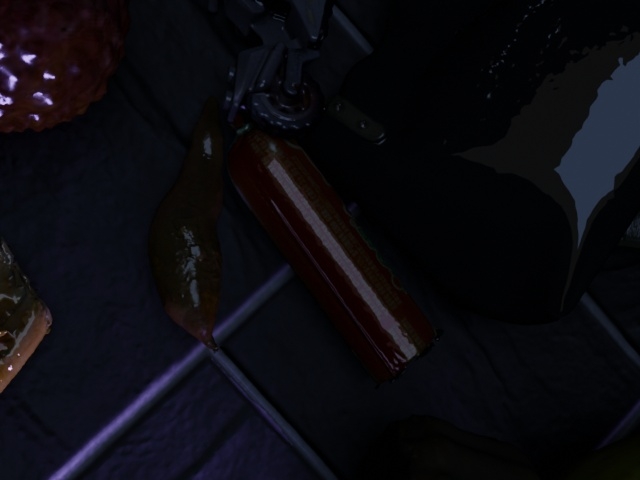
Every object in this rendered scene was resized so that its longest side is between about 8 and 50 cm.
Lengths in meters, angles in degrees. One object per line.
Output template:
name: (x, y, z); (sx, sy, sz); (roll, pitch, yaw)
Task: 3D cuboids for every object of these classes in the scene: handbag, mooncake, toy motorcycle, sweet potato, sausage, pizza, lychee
handbag: (0.156, -0.122, 0.744); (0.288, 0.152, 0.342); (32, 90, 6)
mooncake: (0.078, 0.248, 0.647); (0.124, 0.228, 0.228); (22, 78, -2)
toy motorcycle: (-0.048, -0.189, 0.730); (0.122, 0.080, 0.215); (10, 63, -13)
sweet potato: (-0.113, -0.018, 0.716); (0.068, 0.068, 0.226); (4, 73, -14)
sausage: (0.000, 0.000, 0.732); (0.083, 0.083, 0.264); (-36, 92, -16)
pizza: (-0.310, 0.034, 0.654); (0.147, 0.069, 0.226); (-31, 91, -14)
lychee: (-0.264, -0.194, 0.612); (0.260, 0.260, 0.260); (2, 82, -14)

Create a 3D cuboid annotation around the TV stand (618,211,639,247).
TV stand: (0.369, -0.001, 0.840); (0.256, 0.049, 0.040); (7, 82, -14)

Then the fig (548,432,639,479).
fig: (0.305, 0.271, 0.686); (0.326, 0.258, 0.258); (-25, 89, -29)
